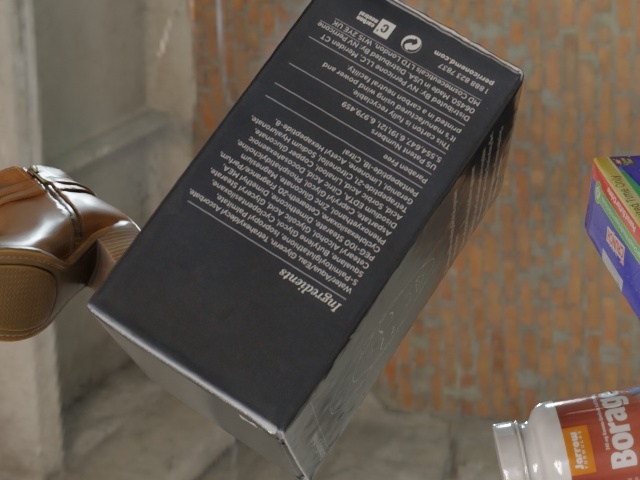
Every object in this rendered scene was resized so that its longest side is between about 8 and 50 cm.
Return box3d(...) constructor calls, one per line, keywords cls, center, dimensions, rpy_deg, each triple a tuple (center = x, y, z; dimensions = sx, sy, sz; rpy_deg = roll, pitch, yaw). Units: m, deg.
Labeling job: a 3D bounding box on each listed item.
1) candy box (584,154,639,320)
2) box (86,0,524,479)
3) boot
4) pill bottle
box3d(cls="candy box", center=(0.524, -0.010, 1.538), dimensions=(0.268, 0.317, 0.122), rpy_deg=(-101, 8, -60))
box3d(cls="box", center=(0.000, 0.000, 1.192), dimensions=(0.395, 0.212, 0.293), rpy_deg=(-55, -14, -14))
box3d(cls="boot", center=(-0.319, -0.008, 1.265), dimensions=(0.283, 0.220, 0.109), rpy_deg=(-11, -50, -42))
box3d(cls="pill bottle", center=(0.306, 0.231, 1.358), dimensions=(0.121, 0.216, 0.121), rpy_deg=(-11, -90, -86))
